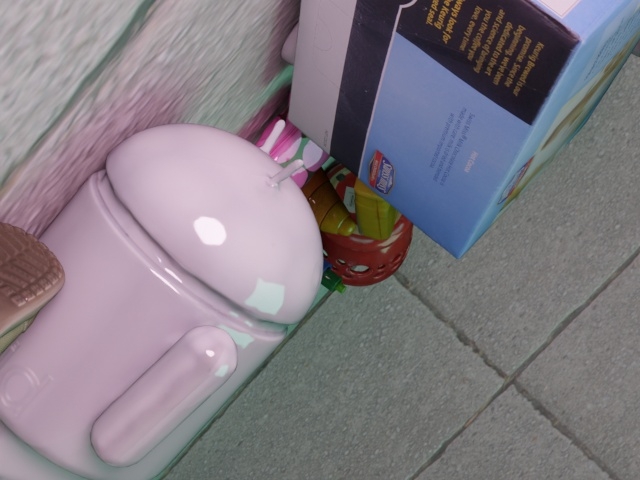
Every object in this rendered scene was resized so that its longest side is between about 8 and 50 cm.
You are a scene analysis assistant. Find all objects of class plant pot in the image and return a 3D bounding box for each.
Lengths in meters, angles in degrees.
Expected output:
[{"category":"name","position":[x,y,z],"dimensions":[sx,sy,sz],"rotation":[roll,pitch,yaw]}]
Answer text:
[{"category":"plant pot","position":[0.069,-0.039,1.571],"dimensions":[0.191,0.191,0.174],"rotation":[-44,165,-21]}]

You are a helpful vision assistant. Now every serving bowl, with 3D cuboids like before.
[{"category":"serving bowl","position":[0.000,-0.197,0.888],"dimensions":[0.083,0.027,0.083],"rotation":[-47,174,-7]}]

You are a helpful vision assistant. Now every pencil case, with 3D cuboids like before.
[{"category":"pencil case","position":[-0.062,-0.071,0.996],"dimensions":[0.209,0.095,0.098],"rotation":[-49,158,-2]}]

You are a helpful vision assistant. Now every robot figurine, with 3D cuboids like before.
[{"category":"robot figurine","position":[-0.137,0.051,0.741],"dimensions":[0.353,0.199,0.300],"rotation":[-48,-147,10]}]

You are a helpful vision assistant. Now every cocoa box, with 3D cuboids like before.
[{"category":"cocoa box","position":[0.136,-0.189,0.776],"dimensions":[0.231,0.228,0.347],"rotation":[-45,166,-22]}]

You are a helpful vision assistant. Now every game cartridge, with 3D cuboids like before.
[{"category":"game cartridge","position":[0.105,-0.158,1.156],"dimensions":[0.324,0.052,0.285],"rotation":[71,35,-82]}]

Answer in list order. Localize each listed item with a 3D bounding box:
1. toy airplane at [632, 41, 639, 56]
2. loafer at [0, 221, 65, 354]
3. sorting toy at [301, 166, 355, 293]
[{"category":"toy airplane","position":[0.490,-0.414,1.400],"dimensions":[0.384,0.272,0.386],"rotation":[-71,156,-57]},{"category":"loafer","position":[-0.259,0.076,0.559],"dimensions":[0.092,0.102,0.268],"rotation":[-58,169,30]},{"category":"sorting toy","position":[0.000,0.000,1.366],"dimensions":[0.127,0.126,0.365],"rotation":[-50,163,-16]}]
